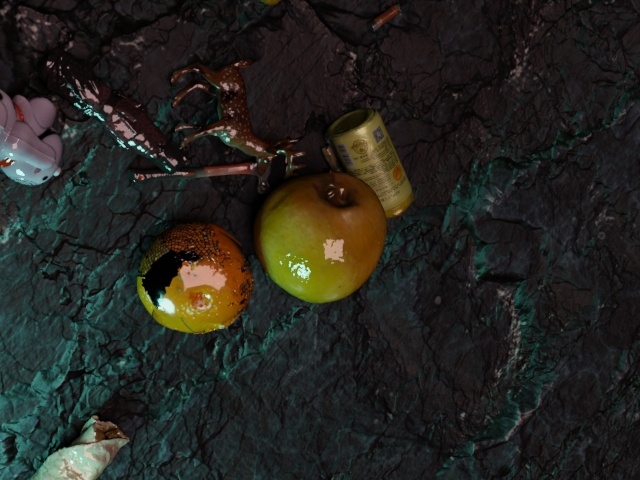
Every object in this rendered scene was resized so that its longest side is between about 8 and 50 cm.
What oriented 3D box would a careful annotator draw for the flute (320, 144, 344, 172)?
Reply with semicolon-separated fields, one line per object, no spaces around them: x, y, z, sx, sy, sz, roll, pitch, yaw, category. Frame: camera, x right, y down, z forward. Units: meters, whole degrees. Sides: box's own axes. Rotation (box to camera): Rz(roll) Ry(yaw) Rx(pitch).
0.059;-0.106;2.049;0.027;0.027;0.233;-33;116;-12;flute

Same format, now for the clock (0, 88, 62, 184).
-0.560;-0.188;1.669;0.254;0.189;0.189;25;94;-42;clock

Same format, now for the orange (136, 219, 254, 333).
-0.248;0.077;1.884;0.234;0.182;0.234;-10;122;-16;orange

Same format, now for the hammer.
-0.237;-0.137;1.899;0.288;0.033;0.111;-7;109;-23;hammer

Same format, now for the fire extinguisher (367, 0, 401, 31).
0.135;-0.469;1.976;0.083;0.022;0.028;-38;87;-10;fire extinguisher

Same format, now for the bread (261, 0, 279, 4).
-0.155;-0.550;1.672;0.312;0.312;0.172;30;103;-29;bread

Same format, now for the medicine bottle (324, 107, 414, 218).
0.111;-0.155;2.008;0.124;0.124;0.239;-34;118;-12;medicine bottle

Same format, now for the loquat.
0.000;0.000;1.923;0.275;0.275;0.275;-7;109;-23;loquat

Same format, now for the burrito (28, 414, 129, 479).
-0.556;0.524;1.932;0.117;0.076;0.392;44;83;-22;burrito

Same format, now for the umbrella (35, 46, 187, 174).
-0.380;-0.237;1.766;0.326;0.090;0.094;38;88;-26;umbrella

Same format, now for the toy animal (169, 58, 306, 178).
-0.157;-0.234;1.853;0.260;0.087;0.243;-6;95;-17;toy animal
